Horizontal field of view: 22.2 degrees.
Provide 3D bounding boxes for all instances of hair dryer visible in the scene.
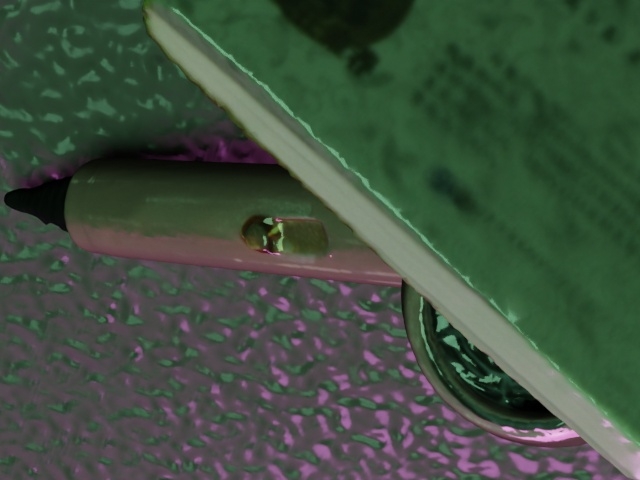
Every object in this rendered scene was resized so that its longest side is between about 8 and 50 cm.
[{"bbox_3d":[0.000,0.000,0.685,0.344,0.189,0.106,3,107,26],"label":"hair dryer"}]

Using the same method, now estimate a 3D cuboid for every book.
[{"bbox_3d":[0.135,-0.121,0.529,0.239,0.035,0.352,41,78,-12],"label":"book"}]
